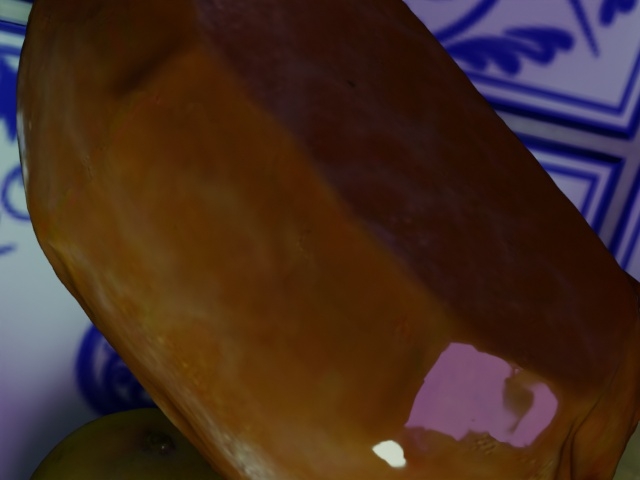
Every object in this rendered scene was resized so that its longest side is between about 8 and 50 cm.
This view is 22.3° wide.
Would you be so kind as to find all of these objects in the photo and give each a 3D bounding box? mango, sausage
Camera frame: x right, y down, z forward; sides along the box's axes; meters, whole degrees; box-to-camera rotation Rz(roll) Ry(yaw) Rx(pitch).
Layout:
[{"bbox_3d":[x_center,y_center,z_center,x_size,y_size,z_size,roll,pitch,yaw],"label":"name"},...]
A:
[{"bbox_3d":[-0.062,0.155,0.684,0.130,0.092,0.195,-14,121,-18],"label":"mango"},{"bbox_3d":[-0.001,0.001,0.574,0.268,0.141,0.153,50,43,4],"label":"sausage"}]

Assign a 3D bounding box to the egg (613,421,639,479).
[{"bbox_3d":[0.134,0.142,0.696,0.201,0.201,0.244,-17,99,-15],"label":"egg"}]
